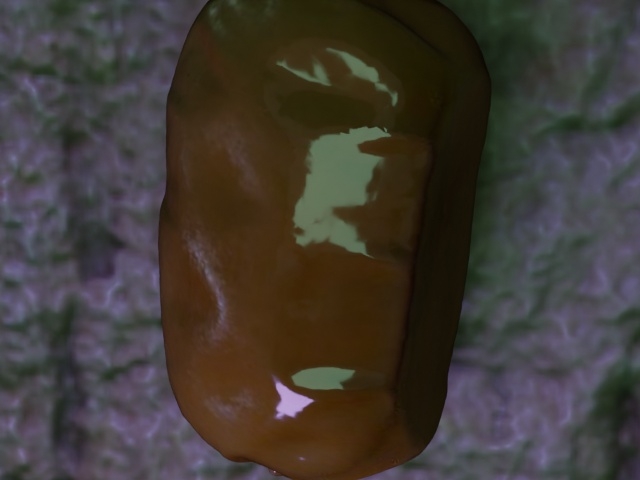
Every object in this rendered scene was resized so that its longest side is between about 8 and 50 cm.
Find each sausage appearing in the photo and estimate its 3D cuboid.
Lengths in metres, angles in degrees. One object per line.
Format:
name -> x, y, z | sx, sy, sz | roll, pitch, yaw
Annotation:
sausage -> 0.001, 0.000, 0.759 | 0.136, 0.120, 0.241 | 9, 110, 20
